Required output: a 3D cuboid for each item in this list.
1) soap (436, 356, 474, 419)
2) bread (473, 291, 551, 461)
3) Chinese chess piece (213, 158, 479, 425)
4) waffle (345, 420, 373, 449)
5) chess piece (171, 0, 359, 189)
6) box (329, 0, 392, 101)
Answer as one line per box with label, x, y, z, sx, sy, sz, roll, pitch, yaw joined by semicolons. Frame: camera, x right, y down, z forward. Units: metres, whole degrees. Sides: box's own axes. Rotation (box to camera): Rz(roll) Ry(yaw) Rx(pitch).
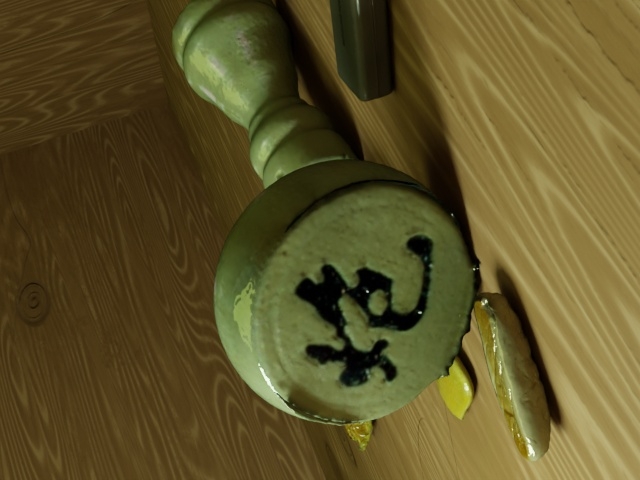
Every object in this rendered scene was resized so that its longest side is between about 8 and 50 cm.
soap;0.211;0.234;1.387;0.168;0.033;0.089;86;163;-54
bread;0.242;0.164;1.091;0.073;0.053;0.214;157;97;-74
Chinese chess piece;0.035;0.069;1.153;0.146;0.349;0.349;26;135;61
waffle;0.054;0.359;2.210;0.325;0.068;0.302;-135;27;-61
chess piece;-0.094;-0.244;1.595;0.234;0.234;0.442;90;154;-58
box;0.051;-0.313;1.186;0.103;0.055;0.243;-122;18;-45
